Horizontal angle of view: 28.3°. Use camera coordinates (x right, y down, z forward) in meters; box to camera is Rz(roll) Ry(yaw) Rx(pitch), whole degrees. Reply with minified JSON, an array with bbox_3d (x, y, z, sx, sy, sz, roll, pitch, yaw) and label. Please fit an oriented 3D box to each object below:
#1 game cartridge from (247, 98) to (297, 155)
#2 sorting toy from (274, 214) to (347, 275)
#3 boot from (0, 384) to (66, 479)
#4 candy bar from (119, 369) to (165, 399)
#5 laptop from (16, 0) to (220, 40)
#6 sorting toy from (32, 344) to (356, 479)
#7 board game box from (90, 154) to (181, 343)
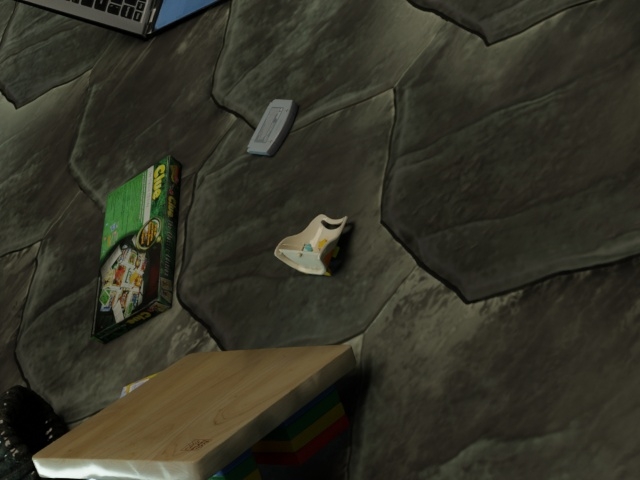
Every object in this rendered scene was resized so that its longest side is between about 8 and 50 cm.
[{"bbox_3d":[-0.063,-0.152,1.717,0.056,0.017,0.083,9,69,54],"label":"game cartridge"},{"bbox_3d":[0.000,0.000,1.512,0.083,0.045,0.075,5,58,49],"label":"sorting toy"},{"bbox_3d":[-0.482,0.284,1.724,0.260,0.131,0.348,-54,47,11],"label":"boot"},{"bbox_3d":[-0.199,0.181,1.600,0.161,0.018,0.040,-24,43,34],"label":"candy bar"},{"bbox_3d":[-0.284,-0.558,2.099,0.236,0.407,0.382,120,163,-58],"label":"laptop"},{"bbox_3d":[-0.122,0.208,1.346,0.255,0.089,0.257,-7,17,41],"label":"sorting toy"},{"bbox_3d":[-0.258,0.010,1.789,0.136,0.030,0.260,-30,43,32],"label":"board game box"}]
